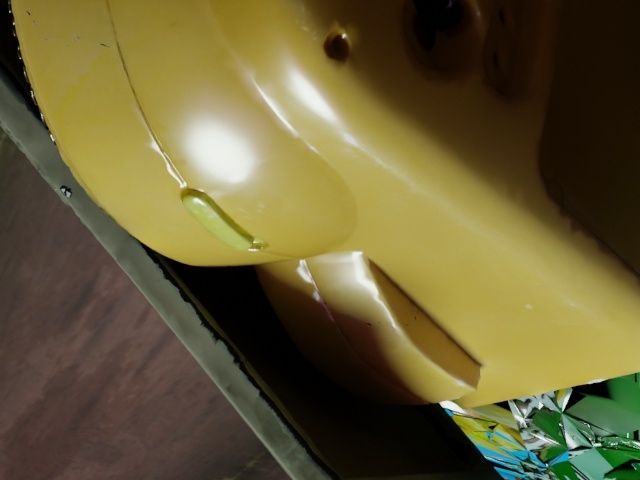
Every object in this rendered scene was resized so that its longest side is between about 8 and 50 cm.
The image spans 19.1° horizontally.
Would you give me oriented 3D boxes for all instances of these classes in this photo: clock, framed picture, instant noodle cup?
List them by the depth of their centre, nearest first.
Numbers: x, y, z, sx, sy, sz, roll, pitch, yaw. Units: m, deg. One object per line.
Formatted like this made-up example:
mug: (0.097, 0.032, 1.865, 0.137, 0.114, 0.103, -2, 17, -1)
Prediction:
clock: (0.017, -0.089, 0.820, 0.200, 0.244, 0.317, -14, 144, 34)
framed picture: (-0.054, -0.001, 0.926, 0.022, 0.335, 0.247, -45, 162, 11)
instant noodle cup: (0.146, 0.047, 1.111, 0.178, 0.240, 0.240, 9, 157, 24)
